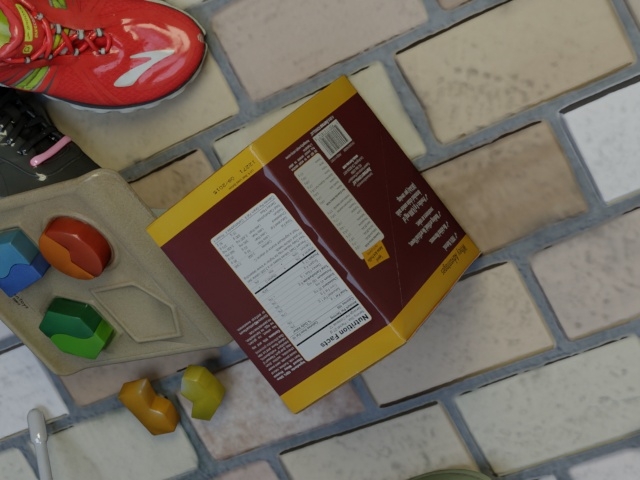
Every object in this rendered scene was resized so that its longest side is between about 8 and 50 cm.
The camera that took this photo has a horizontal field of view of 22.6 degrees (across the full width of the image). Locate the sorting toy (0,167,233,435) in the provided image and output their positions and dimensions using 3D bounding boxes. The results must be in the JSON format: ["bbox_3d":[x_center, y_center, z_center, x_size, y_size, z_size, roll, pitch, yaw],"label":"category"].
[{"bbox_3d":[-0.188,0.073,1.448,0.229,0.041,0.307,-15,127,35],"label":"sorting toy"}]

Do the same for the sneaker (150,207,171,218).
[{"bbox_3d":[-0.131,0.022,1.458,0.208,0.081,0.094,9,124,27],"label":"sneaker"}]

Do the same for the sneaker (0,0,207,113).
[{"bbox_3d":[-0.235,-0.165,1.348,0.279,0.118,0.107,4,93,-5],"label":"sneaker"}]

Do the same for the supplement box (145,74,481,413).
[{"bbox_3d":[0.000,0.000,1.314,0.129,0.191,0.194,-36,94,32],"label":"supplement box"}]

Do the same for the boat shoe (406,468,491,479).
[{"bbox_3d":[0.074,0.266,1.470,0.228,0.081,0.068,-18,107,37],"label":"boat shoe"}]

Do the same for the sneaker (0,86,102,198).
[{"bbox_3d":[-0.295,-0.119,1.444,0.296,0.104,0.147,26,126,17],"label":"sneaker"}]

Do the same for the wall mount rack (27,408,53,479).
[{"bbox_3d":[-0.295,0.359,1.655,0.350,0.130,0.304,-32,101,32],"label":"wall mount rack"}]
